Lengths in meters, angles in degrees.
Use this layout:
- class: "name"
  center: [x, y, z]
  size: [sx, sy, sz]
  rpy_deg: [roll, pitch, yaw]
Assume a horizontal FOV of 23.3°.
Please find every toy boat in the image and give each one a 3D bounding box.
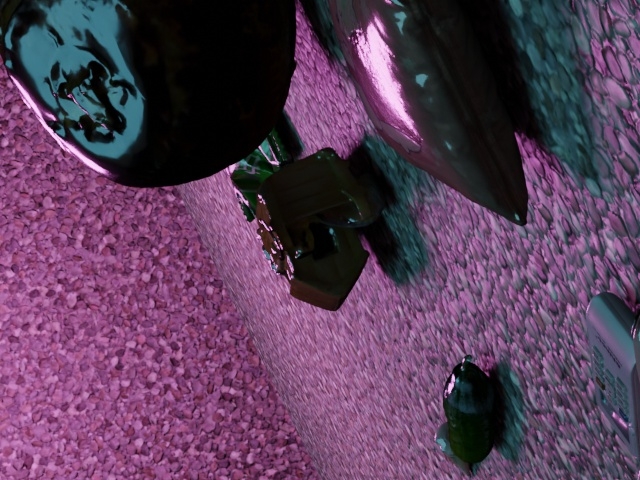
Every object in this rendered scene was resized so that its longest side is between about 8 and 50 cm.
- class: "toy boat"
  center: [0.000, 0.000, 1.793]
  size: [0.445, 0.136, 0.162]
  rpy_deg: [118, 130, -84]

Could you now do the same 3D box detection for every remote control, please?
- class: "remote control"
  center: [0.222, 0.100, 1.131]
  size: [0.061, 0.029, 0.162]
  rpy_deg: [60, 174, 34]

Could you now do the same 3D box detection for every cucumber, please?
- class: "cucumber"
  center: [0.156, 0.182, 1.609]
  size: [0.056, 0.056, 0.250]
  rpy_deg: [59, 171, 29]

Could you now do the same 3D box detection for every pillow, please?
- class: "pillow"
  center: [0.070, -0.137, 1.161]
  size: [0.223, 0.084, 0.236]
  rpy_deg: [68, 173, -28]

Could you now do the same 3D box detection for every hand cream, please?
- class: "hand cream"
  center: [0.160, 0.244, 1.826]
  size: [0.061, 0.039, 0.143]
  rpy_deg: [54, 177, 17]

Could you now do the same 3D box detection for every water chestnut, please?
- class: "water chestnut"
  center: [-0.168, -0.227, 1.650]
  size: [0.350, 0.302, 0.350]
  rpy_deg: [18, 123, 31]

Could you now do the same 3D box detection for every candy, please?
- class: "candy"
  center: [-0.090, -0.131, 2.046]
  size: [0.141, 0.078, 0.203]
  rpy_deg: [51, 156, 10]

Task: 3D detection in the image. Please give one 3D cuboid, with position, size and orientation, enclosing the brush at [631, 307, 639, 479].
- class: "brush"
  center: [0.251, 0.147, 1.045]
  size: [0.067, 0.072, 0.313]
  rpy_deg: [27, 145, 36]
